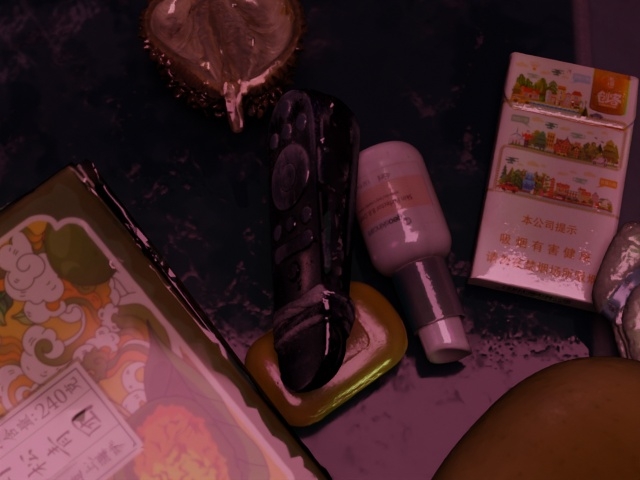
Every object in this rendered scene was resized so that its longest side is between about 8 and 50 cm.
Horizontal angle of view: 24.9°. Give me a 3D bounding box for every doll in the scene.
[{"bbox_3d":[0.302,0.083,1.218,0.103,0.071,0.214,-29,83,-19],"label":"doll"}]

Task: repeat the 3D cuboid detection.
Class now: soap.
[{"bbox_3d":[0.005,0.095,1.221,0.140,0.045,0.089,-34,70,-10],"label":"soap"}]

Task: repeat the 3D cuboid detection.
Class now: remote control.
[{"bbox_3d":[0.000,0.000,1.201,0.066,0.090,0.266,9,65,-26],"label":"remote control"}]

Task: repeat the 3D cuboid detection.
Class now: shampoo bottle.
[{"bbox_3d":[0.078,0.011,1.238,0.074,0.074,0.192,-15,72,-7],"label":"shampoo bottle"}]

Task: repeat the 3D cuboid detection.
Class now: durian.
[{"bbox_3d":[-0.082,-0.156,1.280,0.148,0.091,0.188,-10,49,-4],"label":"durian"}]

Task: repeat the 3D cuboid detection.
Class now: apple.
[{"bbox_3d":[0.214,0.221,1.046,0.295,0.233,0.258,-31,46,-23],"label":"apple"}]

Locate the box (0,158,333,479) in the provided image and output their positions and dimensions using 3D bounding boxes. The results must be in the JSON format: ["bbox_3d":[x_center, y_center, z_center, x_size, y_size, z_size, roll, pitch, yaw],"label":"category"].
[{"bbox_3d":[-0.239,0.202,1.127,0.420,0.138,0.373,-37,76,-13],"label":"box"}]

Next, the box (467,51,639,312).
[{"bbox_3d":[0.209,-0.054,1.286,0.122,0.032,0.220,12,71,2],"label":"box"}]
